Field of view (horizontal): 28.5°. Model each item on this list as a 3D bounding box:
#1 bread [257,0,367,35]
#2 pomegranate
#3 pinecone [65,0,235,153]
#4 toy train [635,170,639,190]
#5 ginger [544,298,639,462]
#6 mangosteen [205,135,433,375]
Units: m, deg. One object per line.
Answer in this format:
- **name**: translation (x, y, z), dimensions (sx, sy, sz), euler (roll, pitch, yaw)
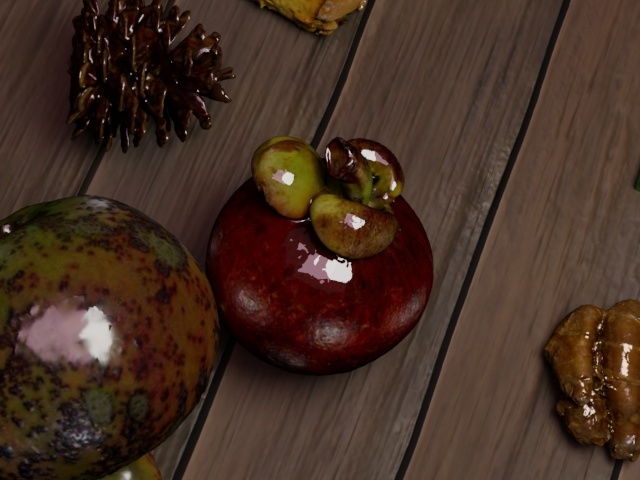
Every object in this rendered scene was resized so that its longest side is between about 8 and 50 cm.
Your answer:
- **bread**: translation (0.020, -0.360, 1.325), dimensions (0.160, 0.147, 0.260), euler (29, 74, 1)
- **pomegranate**: translation (-0.211, 0.137, 1.128), dimensions (0.285, 0.285, 0.340), euler (-23, 108, -11)
- **pinecone**: translation (-0.167, -0.164, 1.251), dimensions (0.165, 0.163, 0.163), euler (4, 74, -15)
- **toy train**: translation (0.371, -0.083, 1.331), dimensions (0.056, 0.038, 0.093), euler (21, 74, 4)
- **ginger**: translation (0.274, 0.134, 1.243), dimensions (0.103, 0.073, 0.162), euler (4, 75, -3)
- **mangosteen**: translation (0.000, 0.000, 1.164), dimensions (0.215, 0.257, 0.215), euler (2, 47, -2)
